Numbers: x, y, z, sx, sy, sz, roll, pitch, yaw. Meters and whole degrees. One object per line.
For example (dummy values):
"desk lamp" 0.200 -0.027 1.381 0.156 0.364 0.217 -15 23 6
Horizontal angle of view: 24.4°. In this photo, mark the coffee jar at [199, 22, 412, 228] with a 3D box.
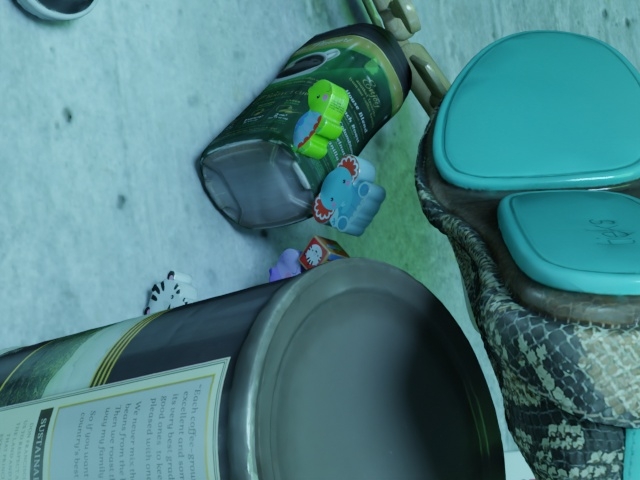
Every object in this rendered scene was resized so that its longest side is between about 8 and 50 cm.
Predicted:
"coffee jar" -0.006 -0.089 1.104 0.079 0.096 0.184 60 42 -23

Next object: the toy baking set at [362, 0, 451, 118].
"toy baking set" 0.058 -0.193 1.177 0.197 0.030 0.256 65 -2 -41

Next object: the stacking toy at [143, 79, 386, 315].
"stacking toy" 0.000 0.000 1.018 0.167 0.221 0.052 18 23 -44

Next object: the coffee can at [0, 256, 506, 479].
"coffee can" -0.067 0.134 0.820 0.201 0.275 0.202 19 64 -45

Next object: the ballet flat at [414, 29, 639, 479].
"ballet flat" 0.137 0.020 0.857 0.483 0.164 0.182 -85 174 -68

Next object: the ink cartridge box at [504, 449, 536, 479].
"ink cartridge box" 0.087 0.291 1.075 0.197 0.114 0.273 5 73 -48

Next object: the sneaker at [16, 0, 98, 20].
"sneaker" -0.145 -0.264 0.909 0.101 0.153 0.269 -13 110 -39
